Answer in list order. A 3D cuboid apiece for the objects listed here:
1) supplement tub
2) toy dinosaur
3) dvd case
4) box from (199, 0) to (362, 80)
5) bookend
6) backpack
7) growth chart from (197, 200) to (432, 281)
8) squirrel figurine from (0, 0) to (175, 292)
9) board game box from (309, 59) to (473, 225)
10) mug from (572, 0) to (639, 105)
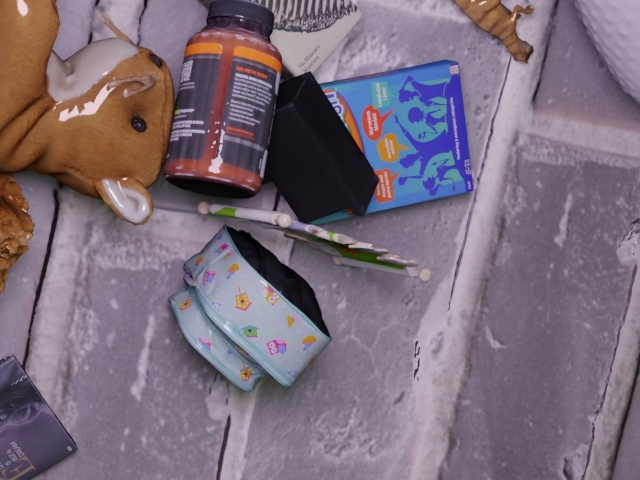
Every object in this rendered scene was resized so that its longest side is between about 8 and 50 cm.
[{"bbox_3d":[-0.097,-0.149,1.479,0.106,0.106,0.198,13,81,-20],"label":"supplement tub"},{"bbox_3d":[0.188,-0.285,1.678,0.211,0.064,0.112,30,91,-21],"label":"toy dinosaur"},{"bbox_3d":[-0.400,0.238,1.571,0.221,0.018,0.164,-31,130,-8],"label":"dvd case"},{"bbox_3d":[-0.091,-0.305,1.562,0.275,0.094,0.113,42,85,-21],"label":"box"},{"bbox_3d":[-0.043,-0.086,1.593,0.156,0.072,0.157,-19,118,32],"label":"bookend"},{"bbox_3d":[-0.077,0.084,1.592,0.144,0.188,0.166,-46,111,-5],"label":"backpack"},{"bbox_3d":[0.000,0.000,1.595,0.237,0.172,0.021,22,82,-38],"label":"growth chart"},{"bbox_3d":[-0.353,-0.108,1.459,0.370,0.281,0.397,21,107,-31],"label":"squirrel figurine"},{"bbox_3d":[0.070,-0.117,1.678,0.210,0.047,0.160,-13,104,-15],"label":"board game box"},{"bbox_3d":[0.470,-0.324,1.625,0.374,0.276,0.328,-13,117,17],"label":"mug"}]
